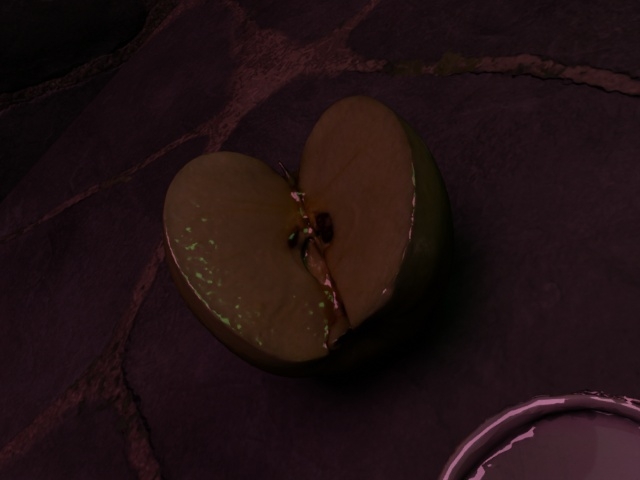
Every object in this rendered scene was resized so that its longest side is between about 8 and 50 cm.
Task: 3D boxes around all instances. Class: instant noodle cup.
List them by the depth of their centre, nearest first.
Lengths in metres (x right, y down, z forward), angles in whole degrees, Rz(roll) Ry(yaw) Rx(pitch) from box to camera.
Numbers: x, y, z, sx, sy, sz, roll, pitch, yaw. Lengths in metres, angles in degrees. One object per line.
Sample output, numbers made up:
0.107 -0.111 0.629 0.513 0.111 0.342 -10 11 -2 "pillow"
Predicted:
0.178 0.211 0.380 0.217 0.207 0.217 -22 43 22 "instant noodle cup"

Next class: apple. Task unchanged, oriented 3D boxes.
0.000 0.011 0.692 0.295 0.233 0.258 -26 60 4 "apple"
